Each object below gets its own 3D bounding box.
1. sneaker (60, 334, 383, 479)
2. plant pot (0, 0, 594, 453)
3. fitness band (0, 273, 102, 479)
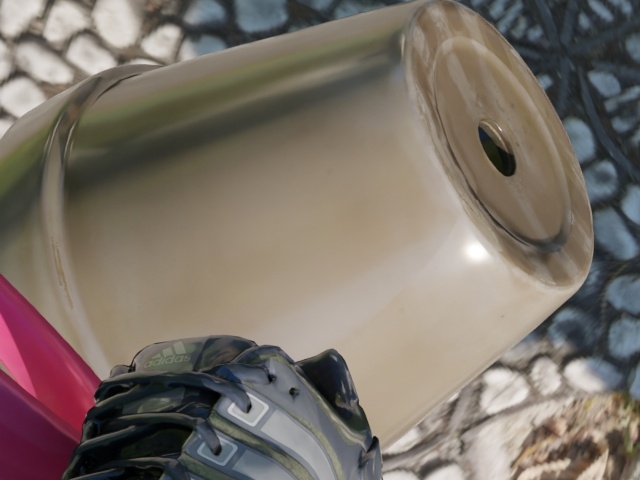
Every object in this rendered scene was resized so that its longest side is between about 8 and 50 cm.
[{"bbox_3d":[-0.054,0.091,0.471,0.111,0.300,0.121,-11,82,18],"label":"sneaker"},{"bbox_3d":[0.000,0.000,0.925,0.280,0.323,0.323,-26,84,32],"label":"plant pot"},{"bbox_3d":[-0.173,0.012,0.571,0.054,0.209,0.291,-47,122,-4],"label":"fitness band"}]
